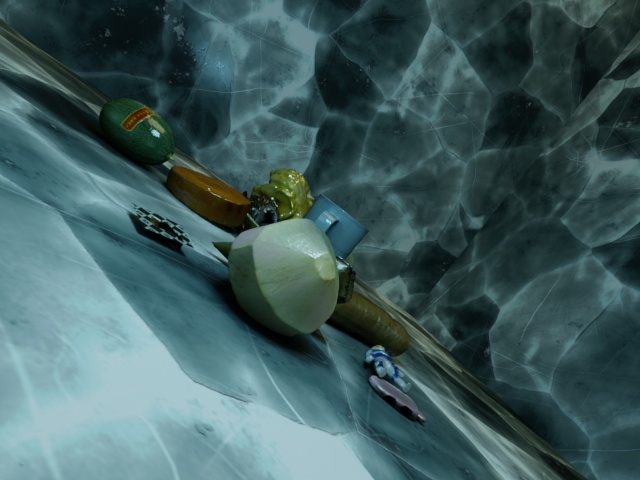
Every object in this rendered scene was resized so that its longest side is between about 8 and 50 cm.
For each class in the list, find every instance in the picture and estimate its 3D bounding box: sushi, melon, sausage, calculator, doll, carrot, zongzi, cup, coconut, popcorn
[{"bbox_3d":[-0.348,-0.022,1.012,0.126,0.026,0.120,29,11,-40],"label":"sushi"},{"bbox_3d":[-0.608,-0.361,1.583,0.288,0.182,0.182,39,3,-6],"label":"melon"},{"bbox_3d":[0.112,0.239,1.489,0.501,0.123,0.136,36,28,-33],"label":"sausage"},{"bbox_3d":[0.186,0.379,1.122,0.166,0.024,0.103,36,3,-4],"label":"calculator"},{"bbox_3d":[0.164,0.325,1.255,0.114,0.057,0.227,28,0,-11],"label":"doll"},{"bbox_3d":[-0.386,-0.165,1.611,0.307,0.100,0.258,35,13,6],"label":"carrot"},{"bbox_3d":[-0.094,0.065,1.171,0.300,0.138,0.286,30,-18,-35],"label":"zongzi"},{"bbox_3d":[0.015,0.011,1.934,0.257,0.311,0.331,36,4,-18],"label":"cup"},{"bbox_3d":[-0.067,0.072,0.990,0.259,0.259,0.259,38,3,-2],"label":"coconut"},{"bbox_3d":[-0.207,-0.161,2.166,0.382,0.348,0.349,1,-11,20],"label":"popcorn"}]

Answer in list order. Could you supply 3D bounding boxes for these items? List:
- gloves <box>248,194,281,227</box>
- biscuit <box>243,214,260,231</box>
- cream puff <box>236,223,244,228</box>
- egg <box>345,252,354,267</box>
[{"bbox_3d":[-0.227,-0.081,1.883,0.312,0.135,0.210,-126,-165,-60],"label":"gloves"},{"bbox_3d":[-0.238,-0.028,1.678,0.231,0.016,0.138,42,-32,55],"label":"biscuit"},{"bbox_3d":[-0.323,-0.077,1.816,0.058,0.083,0.083,-18,53,-29],"label":"cream puff"},{"bbox_3d":[0.045,0.076,2.281,0.283,0.202,0.203,33,5,-31],"label":"egg"}]
